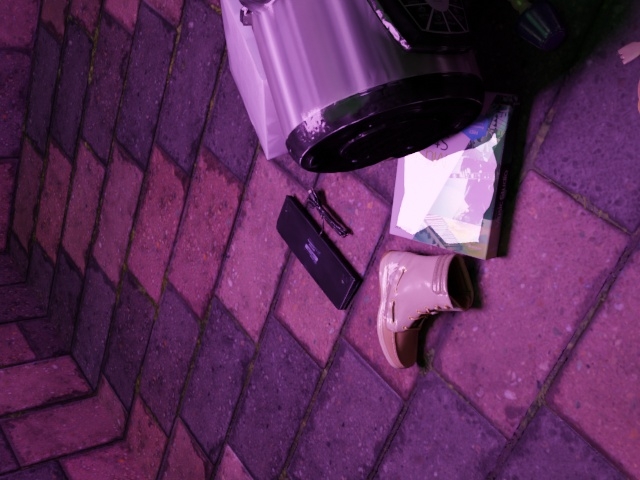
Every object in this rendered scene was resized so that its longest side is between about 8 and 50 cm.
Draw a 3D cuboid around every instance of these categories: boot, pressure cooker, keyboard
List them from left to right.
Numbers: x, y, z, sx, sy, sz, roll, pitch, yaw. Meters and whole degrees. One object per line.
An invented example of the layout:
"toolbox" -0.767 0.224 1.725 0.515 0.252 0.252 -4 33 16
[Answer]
"keyboard" 0.000 0.000 1.886 0.317 0.033 0.201 51 136 30
"pressure cooker" 0.062 -0.366 1.357 0.376 0.370 0.420 -17 80 6
"boot" 0.222 0.151 1.610 0.204 0.095 0.261 1 92 48

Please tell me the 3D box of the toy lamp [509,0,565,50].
"toy lamp" 0.345 -0.453 1.391 0.080 0.080 0.274 -51 56 40

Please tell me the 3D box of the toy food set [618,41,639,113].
"toy food set" 0.562 -0.243 1.209 0.132 0.039 0.192 -27 70 40

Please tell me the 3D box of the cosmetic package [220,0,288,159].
"cosmetic package" -0.139 -0.401 1.795 0.377 0.098 0.284 96 150 -71

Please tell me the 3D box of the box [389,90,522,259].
"box" 0.261 -0.142 1.522 0.232 0.058 0.321 17 110 37

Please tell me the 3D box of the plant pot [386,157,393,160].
"plant pot" 0.066 -0.309 1.642 0.284 0.191 0.284 9 102 47
